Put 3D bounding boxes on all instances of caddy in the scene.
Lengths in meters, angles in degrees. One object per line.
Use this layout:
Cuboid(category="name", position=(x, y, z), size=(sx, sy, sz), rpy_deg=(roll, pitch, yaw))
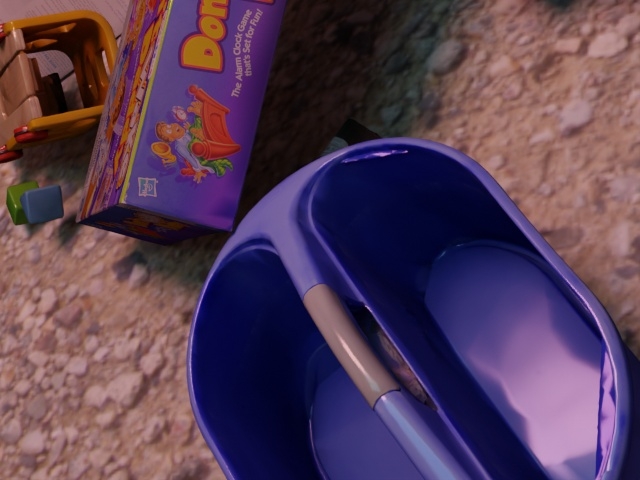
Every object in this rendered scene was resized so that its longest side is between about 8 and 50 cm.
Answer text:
Cuboid(category="caddy", position=(0.058, 0.090, 0.886), size=(0.241, 0.179, 0.341), rpy_deg=(-43, 48, 9))

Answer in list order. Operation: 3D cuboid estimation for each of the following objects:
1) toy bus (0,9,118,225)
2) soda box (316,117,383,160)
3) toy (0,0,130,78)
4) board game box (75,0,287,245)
Cuboid(category="toy bus", position=(-0.234, -0.130, 1.267), size=(0.104, 0.191, 0.202), rpy_deg=(-13, 45, -24))
Cuboid(category="soda box", position=(0.000, 0.000, 1.056), size=(0.169, 0.060, 0.053), rpy_deg=(-53, 47, -1))
Cuboid(category="toy", position=(-0.236, -0.233, 1.342), size=(0.237, 0.137, 0.056), rpy_deg=(-33, 10, 18))
Cuboid(category="board game box", position=(-0.087, -0.177, 1.084), size=(0.233, 0.078, 0.347), rpy_deg=(170, 113, -73))
